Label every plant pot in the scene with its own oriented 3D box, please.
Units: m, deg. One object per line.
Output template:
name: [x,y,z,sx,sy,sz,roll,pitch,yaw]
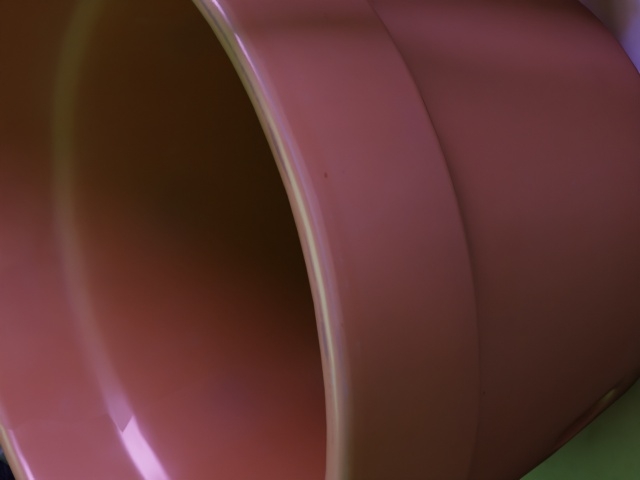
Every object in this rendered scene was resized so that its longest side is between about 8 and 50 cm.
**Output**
plant pot: [0.000,0.000,0.600,0.291,0.204,0.290,25,121,49]

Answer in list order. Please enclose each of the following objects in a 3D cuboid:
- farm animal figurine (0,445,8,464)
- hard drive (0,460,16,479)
farm animal figurine: [-0.123,0.208,0.757,0.327,0.330,0.172,13,137,20]
hard drive: [-0.209,0.221,1.015,0.254,0.054,0.172,84,161,-71]
